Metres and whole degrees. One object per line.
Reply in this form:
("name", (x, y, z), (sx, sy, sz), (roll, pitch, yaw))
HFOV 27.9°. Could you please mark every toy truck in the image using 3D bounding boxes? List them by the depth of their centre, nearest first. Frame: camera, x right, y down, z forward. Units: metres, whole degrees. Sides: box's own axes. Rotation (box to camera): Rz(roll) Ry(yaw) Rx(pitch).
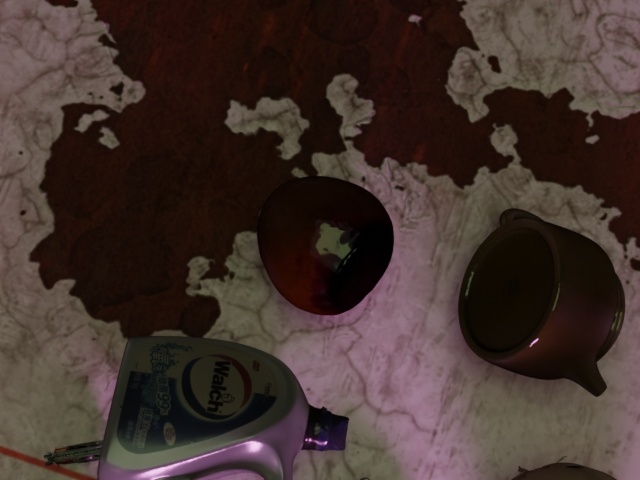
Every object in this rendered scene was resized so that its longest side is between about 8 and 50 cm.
("toy truck", (-0.290, 0.256, 1.551), (0.083, 0.032, 0.024), (-8, 83, -5))

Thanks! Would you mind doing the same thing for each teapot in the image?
("teapot", (0.286, 0.071, 1.575), (0.175, 0.185, 0.267), (21, 43, -33))

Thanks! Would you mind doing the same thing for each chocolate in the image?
("chocolate", (0.000, 0.000, 1.577), (0.177, 0.177, 0.176), (1, 78, -4))

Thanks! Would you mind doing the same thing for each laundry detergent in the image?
("laundry detergent", (-0.107, 0.225, 1.519), (0.281, 0.105, 0.214), (12, 55, -4))

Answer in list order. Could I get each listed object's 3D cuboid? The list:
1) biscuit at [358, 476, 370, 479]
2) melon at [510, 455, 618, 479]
("biscuit", (0.016, 0.390, 1.542), (0.199, 0.040, 0.121), (-39, 86, -10))
("melon", (0.293, 0.405, 1.467), (0.223, 0.223, 0.316), (-15, 76, -8))
